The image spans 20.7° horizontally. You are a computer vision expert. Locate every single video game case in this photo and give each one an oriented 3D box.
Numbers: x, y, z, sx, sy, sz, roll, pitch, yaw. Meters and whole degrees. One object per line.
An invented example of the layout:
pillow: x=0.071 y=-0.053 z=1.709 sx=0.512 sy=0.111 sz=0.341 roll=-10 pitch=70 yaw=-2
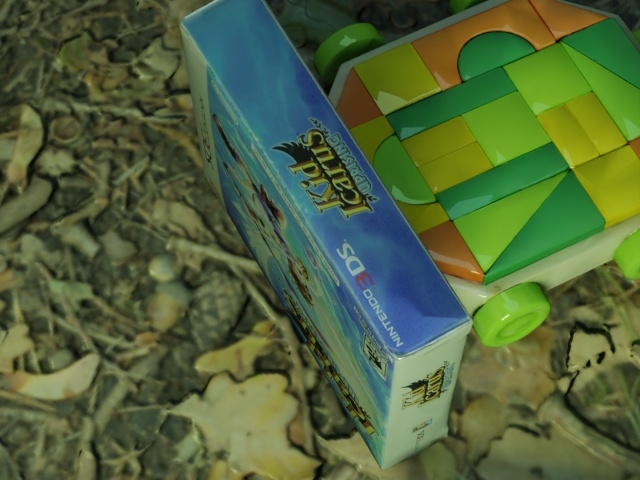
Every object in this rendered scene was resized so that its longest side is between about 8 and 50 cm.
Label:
video game case: x=0.000 y=0.000 z=1.177 sx=0.061 sy=0.244 sz=0.269 roll=-28 pitch=70 yaw=-10

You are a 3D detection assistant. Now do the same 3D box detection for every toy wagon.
toy wagon: x=0.165 y=-0.086 z=1.297 sx=0.344 sy=0.068 sz=0.267 roll=-24 pitch=66 yaw=-13
